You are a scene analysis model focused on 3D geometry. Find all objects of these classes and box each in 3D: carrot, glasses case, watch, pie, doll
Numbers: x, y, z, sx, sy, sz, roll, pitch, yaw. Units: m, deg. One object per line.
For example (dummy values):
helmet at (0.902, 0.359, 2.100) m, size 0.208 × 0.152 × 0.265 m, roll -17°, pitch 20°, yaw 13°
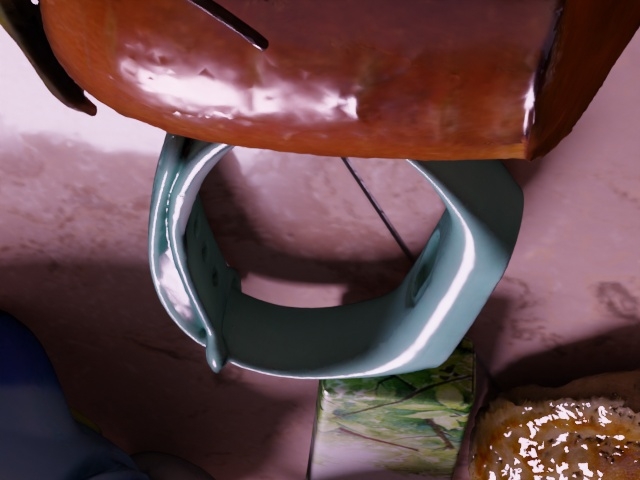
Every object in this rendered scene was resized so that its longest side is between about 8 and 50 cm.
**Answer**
carrot at (-0.014, -0.127, 0.643) m, size 0.331 × 0.214 × 0.193 m, roll 10°, pitch 143°, yaw 4°
glasses case at (0.038, 0.146, 1.123) m, size 0.095 × 0.062 × 0.272 m, roll 5°, pitch 145°, yaw -2°
watch at (0.000, 0.000, 0.928) m, size 0.195 × 0.068 × 0.237 m, roll 16°, pitch 143°, yaw -7°
pie at (0.179, 0.139, 1.071) m, size 0.163 × 0.079 × 0.193 m, roll 41°, pitch 134°, yaw -24°
doll at (-0.180, 0.193, 1.130) m, size 0.366 × 0.187 × 0.376 m, roll 32°, pitch 136°, yaw -29°
